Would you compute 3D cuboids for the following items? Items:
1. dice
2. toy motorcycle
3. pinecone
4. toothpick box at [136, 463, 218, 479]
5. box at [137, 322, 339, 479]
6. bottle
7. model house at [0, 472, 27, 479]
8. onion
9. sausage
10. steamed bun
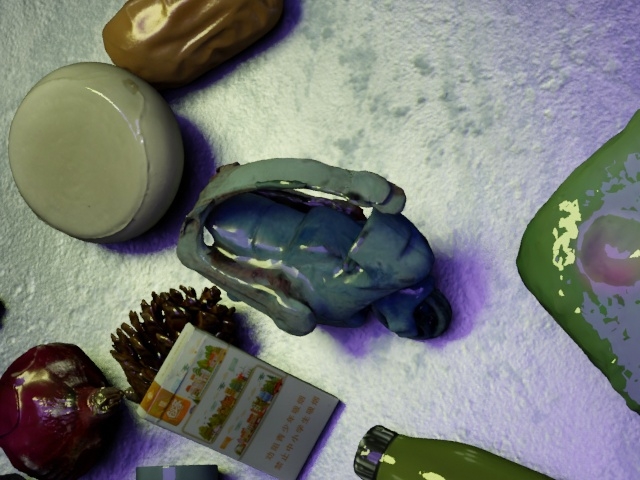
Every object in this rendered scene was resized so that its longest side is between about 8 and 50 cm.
[{"bbox_3d":[0.413,0.039,1.296,0.318,0.322,0.330,-41,70,6],"label":"dice"},{"bbox_3d":[-0.008,0.020,1.474,0.319,0.241,0.182,12,77,17],"label":"toy motorcycle"},{"bbox_3d":[-0.172,0.129,1.546,0.174,0.173,0.173,-3,79,16],"label":"pinecone"},{"bbox_3d":[-0.172,0.348,1.532,0.101,0.101,0.153,-4,79,16],"label":"toothpick box"},{"bbox_3d":[-0.093,0.195,1.493,0.122,0.220,0.032,-60,30,0],"label":"box"},{"bbox_3d":[0.164,0.287,1.436,0.260,0.112,0.112,21,87,20],"label":"bottle"},{"bbox_3d":[-0.427,0.441,1.532,0.280,0.245,0.312,-4,80,8],"label":"model house"},{"bbox_3d":[-0.323,0.204,1.549,0.198,0.135,0.173,-28,61,52],"label":"onion"},{"bbox_3d":[-0.161,-0.281,1.631,0.241,0.136,0.120,-29,67,6],"label":"sausage"},{"bbox_3d":[-0.272,-0.115,1.617,0.232,0.145,0.232,7,108,21],"label":"steamed bun"}]
